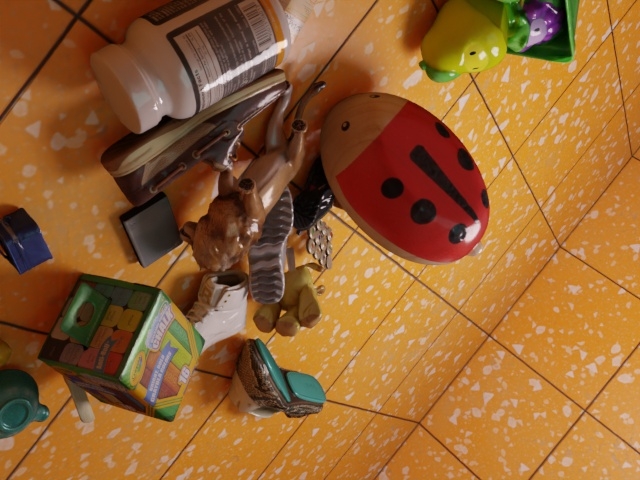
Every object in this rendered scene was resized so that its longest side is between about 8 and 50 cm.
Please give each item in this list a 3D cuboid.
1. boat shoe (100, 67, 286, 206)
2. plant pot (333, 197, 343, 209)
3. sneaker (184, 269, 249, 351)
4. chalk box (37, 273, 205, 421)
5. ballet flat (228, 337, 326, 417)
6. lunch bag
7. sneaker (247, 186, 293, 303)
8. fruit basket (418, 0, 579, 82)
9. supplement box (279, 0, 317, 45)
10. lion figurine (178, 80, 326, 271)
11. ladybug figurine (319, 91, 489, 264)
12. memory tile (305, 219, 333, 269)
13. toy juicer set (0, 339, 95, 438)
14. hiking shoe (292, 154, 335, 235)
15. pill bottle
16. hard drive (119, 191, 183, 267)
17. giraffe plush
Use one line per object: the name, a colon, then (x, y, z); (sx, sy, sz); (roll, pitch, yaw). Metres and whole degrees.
boat shoe: (-0.194, -0.175, 1.200); (0.342, 0.123, 0.123); (-35, 119, -17)
plant pot: (0.156, -0.135, 1.663); (0.205, 0.205, 0.188); (15, 95, -56)
sneaker: (-0.267, 0.157, 1.512); (0.292, 0.108, 0.169); (-30, 143, -45)
chalk box: (-0.363, 0.183, 1.284); (0.289, 0.179, 0.180); (67, 38, -56)
ballet flat: (-0.137, 0.403, 1.892); (0.182, 0.164, 0.483); (-30, 150, 6)
lunch bag: (-0.475, 0.001, 1.115); (0.065, 0.067, 0.098); (-34, 144, -25)
sneaker: (-0.121, -0.008, 1.540); (0.105, 0.115, 0.281); (4, 112, -9)
fruit basket: (0.393, -0.492, 1.538); (0.392, 0.283, 0.392); (-36, 136, -45)
supplement box: (-0.053, -0.404, 1.253); (0.062, 0.036, 0.098); (12, 114, -54)
lion figurine: (-0.112, -0.119, 1.368); (0.392, 0.142, 0.240); (-47, 160, -25)
ladybug figurine: (0.200, -0.133, 1.499); (0.305, 0.449, 0.162); (-52, -168, -18)
memory tile: (0.000, 0.000, 1.694); (0.148, 0.012, 0.113); (46, 45, -59)
toy juicer set: (-0.566, 0.264, 1.274); (0.329, 0.089, 0.209); (-7, 110, -46)
hiking shoe: (0.002, -0.117, 1.595); (0.227, 0.086, 0.114); (-52, 174, -11)
pill bottle: (-0.195, -0.286, 1.082); (0.278, 0.162, 0.162); (-35, 145, -22)
hard drive: (-0.316, -0.019, 1.335); (0.094, 0.022, 0.135); (-36, 146, -22)
giraffe plush: (-0.063, 0.145, 1.725); (0.170, 0.181, 0.210); (67, 32, -66)
